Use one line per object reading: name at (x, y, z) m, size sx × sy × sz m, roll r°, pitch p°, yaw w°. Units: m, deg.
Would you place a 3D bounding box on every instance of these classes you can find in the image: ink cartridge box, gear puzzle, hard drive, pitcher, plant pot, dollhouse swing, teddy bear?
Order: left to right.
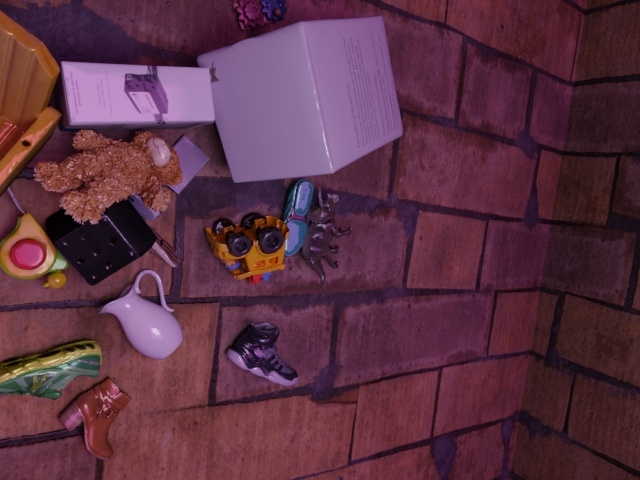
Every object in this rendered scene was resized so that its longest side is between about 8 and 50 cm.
dollhouse swing at (-0.699, -0.264, 0.845) m, size 0.347 × 0.305 × 0.315 m, roll 38°, pitch 71°, yaw -24°
plant pot at (-0.516, -0.004, 1.107) m, size 0.188 × 0.167 × 0.188 m, roll -33°, pitch 115°, yaw -7°
teddy bear at (-0.448, -0.157, 1.053) m, size 0.338 × 0.245 × 0.113 m, roll -16°, pitch 148°, yaw -42°
ink cartridge box at (-0.434, -0.327, 1.096) m, size 0.308 × 0.223 × 0.128 m, roll -10°, pitch 102°, yaw -32°
pitcher at (-0.450, 0.196, 1.253) m, size 0.207 × 0.126 × 0.177 m, roll 51°, pitch 55°, yaw -18°
hard drive at (-0.378, -0.206, 1.277) m, size 0.094 × 0.022 × 0.135 m, roll 45°, pitch 73°, yaw -31°
gear puzzle at (-0.195, -0.766, 1.285) m, size 0.176 × 0.044 × 0.338 m, roll -29°, pitch 113°, yaw -26°

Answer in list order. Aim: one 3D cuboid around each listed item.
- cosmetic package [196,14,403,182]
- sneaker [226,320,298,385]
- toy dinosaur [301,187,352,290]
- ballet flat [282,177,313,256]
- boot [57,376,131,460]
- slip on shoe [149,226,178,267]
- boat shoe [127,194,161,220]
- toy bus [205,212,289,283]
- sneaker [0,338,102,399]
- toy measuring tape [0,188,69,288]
cosmetic package at (-0.033, -0.369, 1.227) m, size 0.394 × 0.330 × 0.327 m, roll -36°, pitch 119°, yaw -48°
sneaker at (-0.151, 0.350, 1.478) m, size 0.269 × 0.101 × 0.153 m, roll 33°, pitch 82°, yaw -31°
toy dinosaur at (0.000, 0.000, 1.531) m, size 0.161 × 0.121 × 0.313 m, roll 18°, pitch 93°, yaw -23°
ballet flat at (-0.079, -0.071, 1.462) m, size 0.083 × 0.087 × 0.247 m, roll 13°, pitch 94°, yaw -21°
boot at (-0.565, 0.472, 1.246) m, size 0.152 × 0.073 × 0.197 m, roll -41°, pitch 121°, yaw -26°
slip on shoe at (-0.436, 0.024, 1.270) m, size 0.041 × 0.051 × 0.135 m, roll -23°, pitch 127°, yaw 14°
boat shoe at (-0.480, -0.155, 1.191) m, size 0.228 × 0.080 × 0.076 m, roll 49°, pitch 47°, yaw -23°
toy bus at (-0.212, 0.043, 1.375) m, size 0.221 × 0.149 × 0.211 m, roll -11°, pitch 120°, yaw -30°
sneaker at (-0.674, 0.333, 1.123) m, size 0.296 × 0.110 × 0.123 m, roll -13°, pitch 101°, yaw -32°
toy measuring tape at (-0.695, -0.019, 1.053) m, size 0.121 × 0.121 × 0.329 m, roll -37°, pitch 107°, yaw -23°
